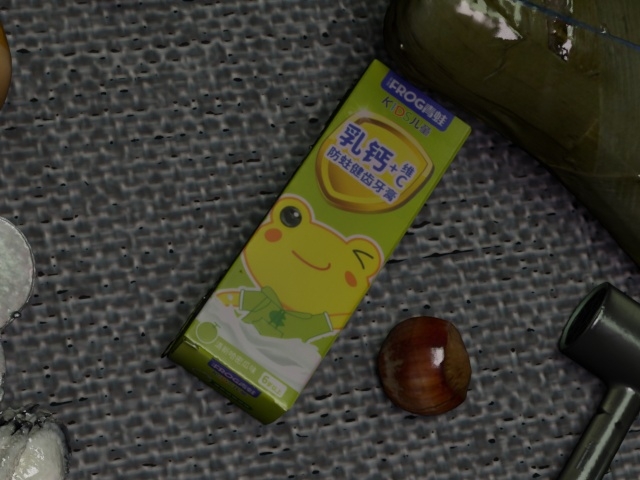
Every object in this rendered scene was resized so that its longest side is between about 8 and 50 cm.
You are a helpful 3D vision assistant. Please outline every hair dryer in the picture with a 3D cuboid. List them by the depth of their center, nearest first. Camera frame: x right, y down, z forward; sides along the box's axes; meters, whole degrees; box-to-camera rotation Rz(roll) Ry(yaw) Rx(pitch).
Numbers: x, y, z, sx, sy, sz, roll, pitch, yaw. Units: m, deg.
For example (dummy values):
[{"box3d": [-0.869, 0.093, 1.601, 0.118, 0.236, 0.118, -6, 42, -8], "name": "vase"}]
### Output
[{"box3d": [0.268, 0.190, 1.592, 0.196, 0.078, 0.248, 34, 77, -5], "name": "hair dryer"}]

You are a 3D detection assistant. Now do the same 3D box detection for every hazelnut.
[{"box3d": [0.089, 0.107, 1.553, 0.086, 0.086, 0.086, 5, 72, -15], "name": "hazelnut"}]

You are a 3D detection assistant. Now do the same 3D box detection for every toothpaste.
[{"box3d": [0.000, 0.000, 1.556, 0.110, 0.077, 0.327, 36, 67, -3], "name": "toothpaste"}]

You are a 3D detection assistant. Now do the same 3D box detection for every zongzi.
[{"box3d": [0.223, -0.090, 1.579, 0.356, 0.174, 0.392, 3, 78, -34], "name": "zongzi"}]

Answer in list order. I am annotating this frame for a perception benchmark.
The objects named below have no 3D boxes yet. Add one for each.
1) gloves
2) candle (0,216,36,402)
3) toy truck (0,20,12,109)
[{"box3d": [-0.259, 0.189, 1.409, 0.070, 0.114, 0.153, 20, 56, 39], "name": "gloves"}, {"box3d": [-0.323, 0.059, 1.446, 0.169, 0.068, 0.192, 21, 67, -13], "name": "candle"}, {"box3d": [-0.367, -0.156, 1.426, 0.288, 0.204, 0.211, -3, 72, -17], "name": "toy truck"}]
